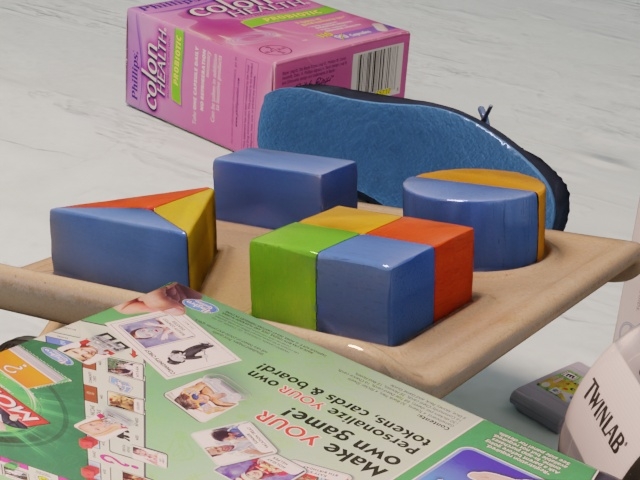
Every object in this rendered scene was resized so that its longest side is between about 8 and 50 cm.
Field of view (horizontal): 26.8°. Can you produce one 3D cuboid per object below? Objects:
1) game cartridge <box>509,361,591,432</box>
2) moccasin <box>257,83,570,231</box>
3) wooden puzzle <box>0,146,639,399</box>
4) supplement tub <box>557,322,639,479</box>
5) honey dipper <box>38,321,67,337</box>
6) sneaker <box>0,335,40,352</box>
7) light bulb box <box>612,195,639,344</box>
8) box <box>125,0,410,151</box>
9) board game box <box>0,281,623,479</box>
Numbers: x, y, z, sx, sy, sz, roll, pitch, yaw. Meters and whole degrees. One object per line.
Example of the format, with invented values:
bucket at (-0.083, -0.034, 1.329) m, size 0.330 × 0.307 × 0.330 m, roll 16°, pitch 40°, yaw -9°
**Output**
game cartridge at (0.188, 0.116, 0.995) m, size 0.083 × 0.017 × 0.056 m, roll -17°, pitch 36°, yaw -39°
moccasin at (0.097, -0.086, 1.278) m, size 0.342 × 0.137 × 0.117 m, roll 28°, pitch 19°, yaw 33°
wooden puzzle at (0.000, 0.000, 0.853) m, size 0.322 × 0.080 × 0.348 m, roll 9°, pitch 14°, yaw 32°
supplement tub at (0.244, 0.175, 0.658) m, size 0.194 × 0.193 × 0.316 m, roll 2°, pitch 24°, yaw -6°
honey dipper at (-0.206, 0.075, 1.002) m, size 0.030 × 0.030 × 0.160 m, roll 7°, pitch 26°, yaw 6°
sneaker at (0.034, 0.121, 0.771) m, size 0.447 × 0.169 × 0.257 m, roll 22°, pitch 32°, yaw 39°
light bulb box at (0.460, 0.050, 0.934) m, size 0.358 × 0.225 × 0.361 m, roll -5°, pitch 25°, yaw -20°
box at (-0.061, -0.194, 1.511) m, size 0.243 × 0.117 × 0.213 m, roll 25°, pitch 31°, yaw 38°
board game box at (-0.019, 0.112, 0.517) m, size 0.317 × 0.046 × 0.213 m, roll 21°, pitch 29°, yaw 34°
